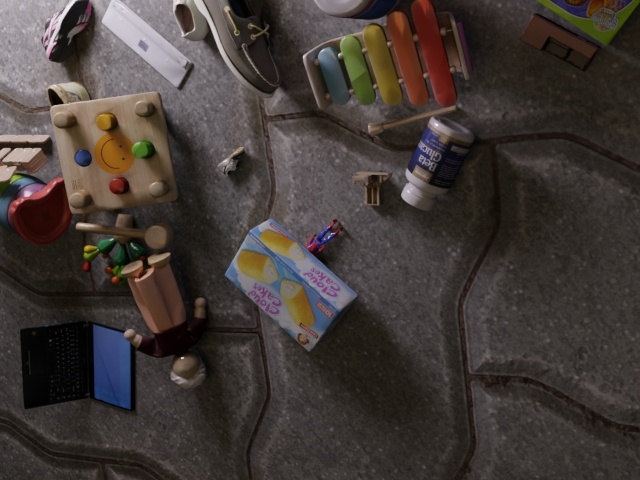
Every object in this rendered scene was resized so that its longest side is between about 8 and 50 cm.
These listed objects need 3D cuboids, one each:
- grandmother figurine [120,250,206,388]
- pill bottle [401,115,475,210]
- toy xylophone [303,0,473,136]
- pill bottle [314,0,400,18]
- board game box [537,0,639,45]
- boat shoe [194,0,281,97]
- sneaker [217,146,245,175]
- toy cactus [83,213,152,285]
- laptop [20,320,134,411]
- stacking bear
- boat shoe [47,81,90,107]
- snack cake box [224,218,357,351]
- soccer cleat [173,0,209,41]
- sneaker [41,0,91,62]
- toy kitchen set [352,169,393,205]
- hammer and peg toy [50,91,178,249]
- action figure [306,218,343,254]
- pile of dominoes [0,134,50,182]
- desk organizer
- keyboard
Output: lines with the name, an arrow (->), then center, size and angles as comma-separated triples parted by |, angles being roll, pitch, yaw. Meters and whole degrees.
grandmother figurine -> -0.369, 0.208, 1.769 | 0.207, 0.104, 0.343 | -19, 107, 3
pill bottle -> 0.223, -0.147, 1.426 | 0.094, 0.094, 0.169 | 30, 114, 15
toy xylophone -> 0.141, -0.314, 1.393 | 0.322, 0.081, 0.236 | -15, 115, 29
pill bottle -> 0.077, -0.467, 1.339 | 0.124, 0.221, 0.124 | 6, 105, 23
board game box -> 0.401, -0.519, 1.212 | 0.347, 0.078, 0.233 | 32, 115, -1
boat shoe -> -0.164, -0.442, 1.523 | 0.091, 0.109, 0.305 | -32, 85, 33
sneaker -> -0.193, -0.178, 1.654 | 0.083, 0.032, 0.037 | -34, 101, 33
toy cactus -> -0.501, 0.024, 1.818 | 0.218, 0.112, 0.181 | 11, 98, 31
laptop -> -0.639, 0.345, 1.936 | 0.136, 0.264, 0.234 | 29, 119, 56
stacking bear -> -0.787, -0.112, 1.881 | 0.289, 0.175, 0.164 | 26, 135, 27
boat shoe -> -0.591, -0.241, 1.786 | 0.104, 0.089, 0.285 | -16, 97, 27
snack cake box -> -0.067, 0.099, 1.618 | 0.264, 0.089, 0.152 | 41, 125, 11
soccer cleat -> -0.289, -0.529, 1.577 | 0.068, 0.076, 0.196 | -8, 99, 27
sneaker -> -0.617, -0.516, 1.741 | 0.077, 0.072, 0.178 | 49, 112, 18
toy kitchen set -> 0.113, -0.103, 1.495 | 0.068, 0.083, 0.075 | 4, 105, 25
hammer and peg toy -> -0.468, -0.144, 1.686 | 0.265, 0.127, 0.362 | -7, 101, 1
action figure -> 0.000, 0.000, 1.609 | 0.038, 0.030, 0.115 | 49, 120, 3
pile of dominoes -> -0.815, -0.198, 1.862 | 0.251, 0.196, 0.040 | 4, 133, 25
desk organizer -> 0.426, -0.351, 1.305 | 0.130, 0.047, 0.050 | 34, 117, 14
keyboard -> -0.402, -0.456, 1.688 | 0.256, 0.014, 0.072 | 42, 122, 10
